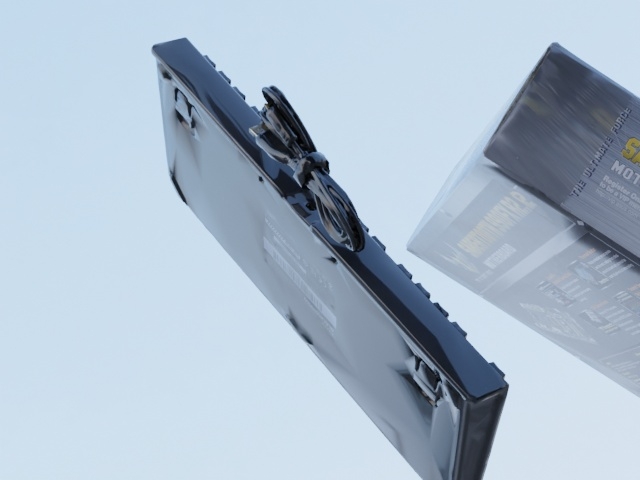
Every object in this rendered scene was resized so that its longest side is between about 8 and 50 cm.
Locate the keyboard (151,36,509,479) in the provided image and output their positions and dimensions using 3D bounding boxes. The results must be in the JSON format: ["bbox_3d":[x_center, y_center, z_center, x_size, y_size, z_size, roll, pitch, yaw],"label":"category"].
[{"bbox_3d":[0.000,0.000,0.566,0.023,0.180,0.108,-31,-31,-21],"label":"keyboard"}]

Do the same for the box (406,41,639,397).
[{"bbox_3d":[0.140,0.012,0.734,0.183,0.056,0.231,33,-10,2],"label":"box"}]
